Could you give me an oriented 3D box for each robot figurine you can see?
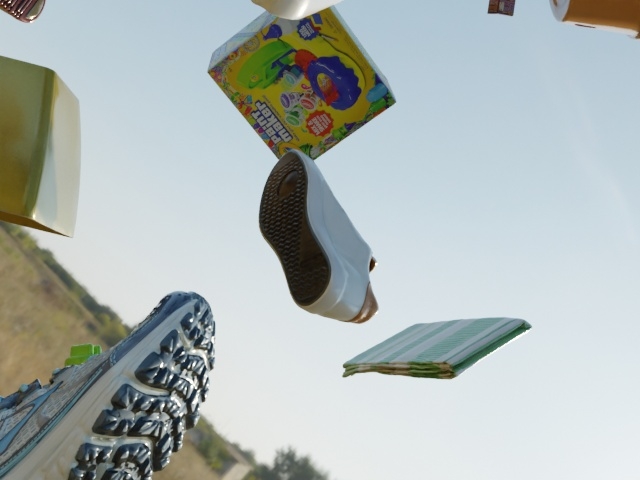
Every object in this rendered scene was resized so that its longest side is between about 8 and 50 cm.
[{"bbox_3d":[-0.385,0.229,1.339,0.101,0.067,0.115,45,39,-72],"label":"robot figurine"}]

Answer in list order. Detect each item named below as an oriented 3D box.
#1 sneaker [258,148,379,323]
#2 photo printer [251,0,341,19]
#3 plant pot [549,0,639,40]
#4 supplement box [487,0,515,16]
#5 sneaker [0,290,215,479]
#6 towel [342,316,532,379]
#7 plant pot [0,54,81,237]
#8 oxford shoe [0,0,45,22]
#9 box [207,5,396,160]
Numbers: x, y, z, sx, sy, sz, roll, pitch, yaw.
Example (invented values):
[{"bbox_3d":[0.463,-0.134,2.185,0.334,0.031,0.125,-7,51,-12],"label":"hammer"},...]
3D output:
[{"bbox_3d":[0.000,0.000,1.076,0.123,0.106,0.290,28,31,-36],"label":"sneaker"},{"bbox_3d":[0.011,-0.468,1.221,0.107,0.307,0.256,33,-59,6],"label":"photo printer"},{"bbox_3d":[0.543,-0.513,1.511,0.291,0.203,0.291,-3,90,-88],"label":"plant pot"},{"bbox_3d":[0.461,-0.613,2.065,0.043,0.055,0.083,28,-65,58],"label":"supplement box"},{"bbox_3d":[-0.181,0.127,0.509,0.122,0.283,0.110,29,-27,23],"label":"sneaker"},{"bbox_3d":[0.220,0.210,1.593,0.325,0.248,0.038,-14,-82,53],"label":"towel"},{"bbox_3d":[-0.415,-0.128,1.034,0.212,0.187,0.212,14,-6,-2],"label":"plant pot"},{"bbox_3d":[-0.578,-0.493,1.307,0.130,0.123,0.348,10,-29,30],"label":"oxford shoe"},{"bbox_3d":[-0.039,-0.350,1.742,0.290,0.279,0.177,50,15,-23],"label":"box"}]
